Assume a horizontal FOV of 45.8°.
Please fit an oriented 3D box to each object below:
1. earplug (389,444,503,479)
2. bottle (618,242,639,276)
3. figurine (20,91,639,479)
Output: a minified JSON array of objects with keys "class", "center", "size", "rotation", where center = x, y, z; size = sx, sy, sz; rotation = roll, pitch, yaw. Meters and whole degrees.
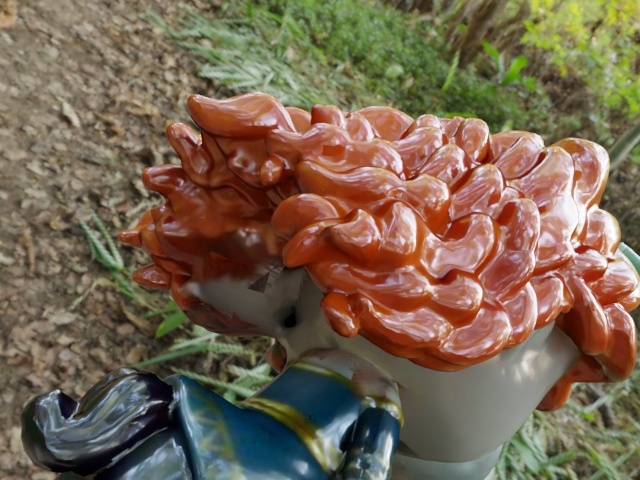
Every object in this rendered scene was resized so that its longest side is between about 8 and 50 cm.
[{"class":"earplug","center":[0.236,0.326,1.595],"size":[0.312,0.312,0.394],"rotation":[26,56,-27]},{"class":"bottle","center":[0.481,0.040,1.155],"size":[0.083,0.030,0.030],"rotation":[45,21,9]},{"class":"figurine","center":[0.010,0.098,0.407],"size":[0.306,0.412,0.241],"rotation":[29,-22,-18]}]
